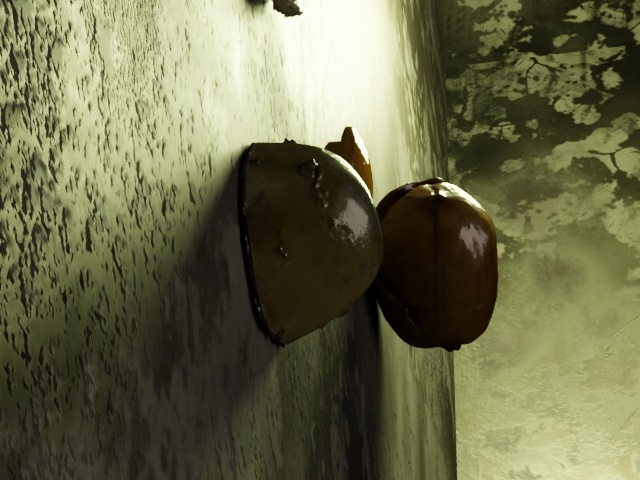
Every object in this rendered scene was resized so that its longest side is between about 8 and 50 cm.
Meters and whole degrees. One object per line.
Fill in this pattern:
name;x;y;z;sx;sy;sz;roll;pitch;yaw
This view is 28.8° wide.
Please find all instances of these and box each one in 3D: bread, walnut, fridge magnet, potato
bread;-0.042;-0.278;1.314;0.070;0.035;0.083;-35;113;-79
walnut;0.177;0.058;1.914;0.209;0.209;0.336;-84;164;-49
fridge magnet;0.034;-0.070;1.544;0.143;0.063;0.143;-4;90;-80
potato;0.000;0.000;1.176;0.182;0.117;0.202;-70;152;-75
